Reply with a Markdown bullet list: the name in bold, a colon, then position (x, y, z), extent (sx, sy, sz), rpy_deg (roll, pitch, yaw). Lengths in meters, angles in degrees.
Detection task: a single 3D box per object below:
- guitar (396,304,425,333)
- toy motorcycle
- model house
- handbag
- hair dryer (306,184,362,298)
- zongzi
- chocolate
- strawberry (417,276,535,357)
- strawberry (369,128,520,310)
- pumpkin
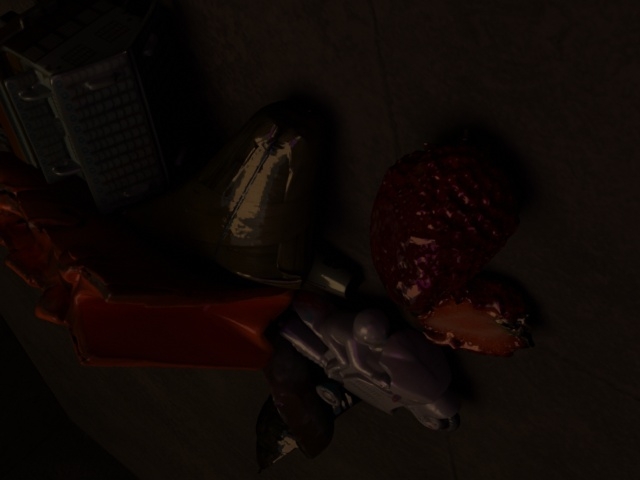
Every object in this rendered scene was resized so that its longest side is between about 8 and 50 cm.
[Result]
- **guitar**: position (0.106, 0.023, 1.054), extent (0.088, 0.025, 0.233), rpy_deg (23, 145, 40)
- **toy motorcycle**: position (0.064, 0.137, 1.191), extent (0.260, 0.110, 0.170), rpy_deg (31, 149, 24)
- **model house**: position (-0.274, -0.181, 1.152), extent (0.215, 0.198, 0.224), rpy_deg (29, 148, 26)
- **handbag**: position (-0.245, 0.012, 1.233), extent (0.410, 0.304, 0.116), rpy_deg (37, 112, 45)
- **hair dryer**: position (-0.005, -0.005, 1.169), extent (0.106, 0.054, 0.154), rpy_deg (25, 143, 30)
- **zongzi**: position (-0.117, -0.073, 1.086), extent (0.256, 0.115, 0.228), rpy_deg (20, 130, 16)
- **chocolate**: position (-0.038, 0.166, 1.348), extent (0.254, 0.080, 0.157), rpy_deg (-117, 3, -46)
- **strawberry**: position (0.163, 0.079, 1.012), extent (0.152, 0.048, 0.104), rpy_deg (-2, 135, 51)
- **strawberry**: position (0.100, -0.019, 0.860), extent (0.131, 0.148, 0.131), rpy_deg (37, 151, 24)
- **pumpkin**: position (-0.042, 0.257, 1.461), extent (0.111, 0.163, 0.278), rpy_deg (50, 153, 0)
